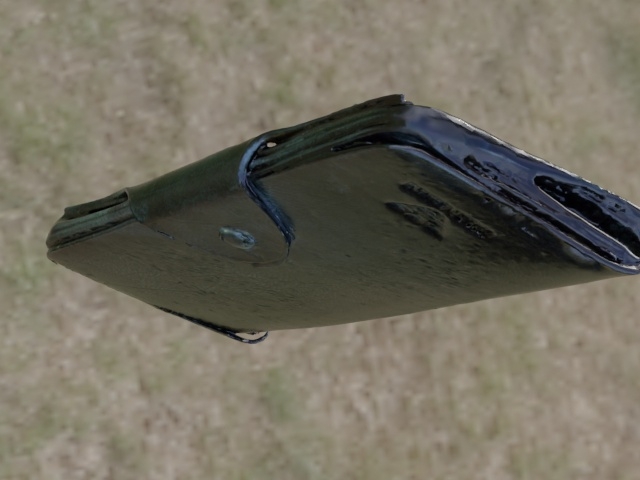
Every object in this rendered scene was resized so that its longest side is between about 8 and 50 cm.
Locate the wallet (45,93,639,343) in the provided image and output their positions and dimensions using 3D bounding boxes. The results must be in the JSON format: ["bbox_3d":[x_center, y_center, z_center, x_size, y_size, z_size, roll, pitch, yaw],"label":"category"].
[{"bbox_3d":[0.000,0.000,0.956,0.172,0.318,0.045,24,68,-33],"label":"wallet"}]
